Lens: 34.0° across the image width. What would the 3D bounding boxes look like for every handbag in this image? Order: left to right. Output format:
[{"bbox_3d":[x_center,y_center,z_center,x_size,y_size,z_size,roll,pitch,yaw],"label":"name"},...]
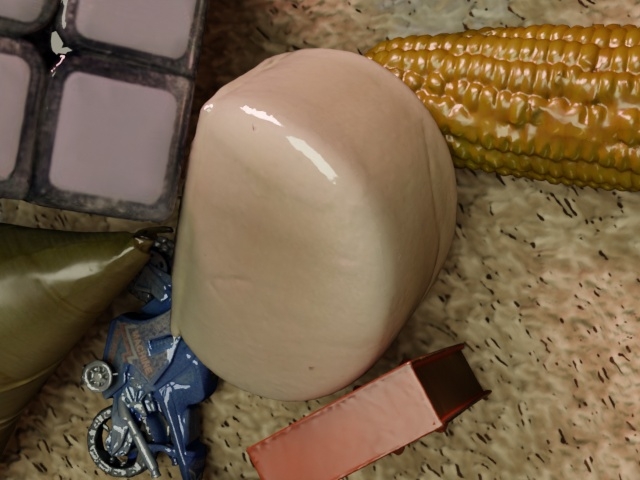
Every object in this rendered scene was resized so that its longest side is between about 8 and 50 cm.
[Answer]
[{"bbox_3d":[0.042,0.125,0.733,0.127,0.190,0.063,-31,80,14],"label":"handbag"}]

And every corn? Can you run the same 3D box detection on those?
[{"bbox_3d":[0.194,-0.091,0.731,0.363,0.120,0.120,5,89,21],"label":"corn"}]

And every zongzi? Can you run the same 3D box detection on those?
[{"bbox_3d":[-0.374,-0.016,0.830,0.447,0.181,0.418,47,118,3],"label":"zongzi"}]

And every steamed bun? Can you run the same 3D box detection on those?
[{"bbox_3d":[0.000,0.000,0.736,0.164,0.146,0.241,26,129,16],"label":"steamed bun"}]

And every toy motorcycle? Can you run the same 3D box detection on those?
[{"bbox_3d":[-0.125,0.102,0.857,0.114,0.076,0.205,12,92,12],"label":"toy motorcycle"}]

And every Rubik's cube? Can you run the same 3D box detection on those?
[{"bbox_3d":[-0.261,-0.189,0.737,0.305,0.301,0.303,16,96,62],"label":"Rubik's cube"}]
